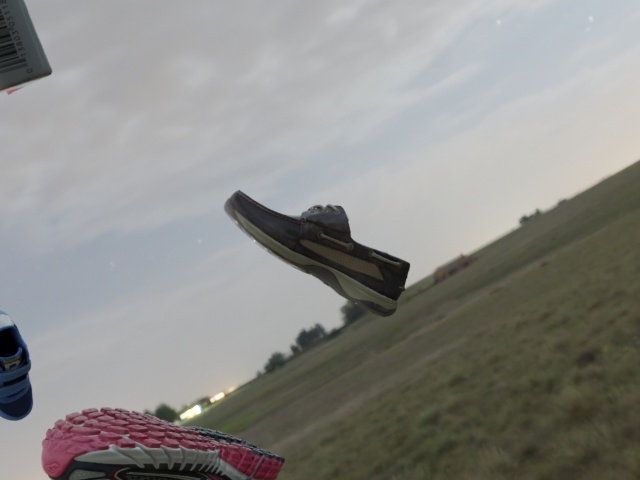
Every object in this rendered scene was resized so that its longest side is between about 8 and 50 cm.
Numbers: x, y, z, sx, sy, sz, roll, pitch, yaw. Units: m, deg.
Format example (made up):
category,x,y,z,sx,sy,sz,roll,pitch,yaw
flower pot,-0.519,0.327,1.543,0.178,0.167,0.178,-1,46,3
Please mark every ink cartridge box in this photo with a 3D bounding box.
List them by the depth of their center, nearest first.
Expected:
category,x,y,z,sx,sy,sz,roll,pitch,yaw
ink cartridge box,-0.255,-0.176,0.579,0.045,0.145,0.179,-25,16,-28

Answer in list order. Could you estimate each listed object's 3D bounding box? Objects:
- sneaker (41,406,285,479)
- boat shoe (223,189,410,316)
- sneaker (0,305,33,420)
category,x,y,z,sx,sy,sz,roll,pitch,yaw
sneaker,-0.143,0.239,0.785,0.121,0.112,0.299,10,-15,38
boat shoe,0.000,0.000,1.402,0.130,0.355,0.132,-59,15,-4
sneaker,-0.346,0.140,0.882,0.059,0.144,0.053,15,33,43
